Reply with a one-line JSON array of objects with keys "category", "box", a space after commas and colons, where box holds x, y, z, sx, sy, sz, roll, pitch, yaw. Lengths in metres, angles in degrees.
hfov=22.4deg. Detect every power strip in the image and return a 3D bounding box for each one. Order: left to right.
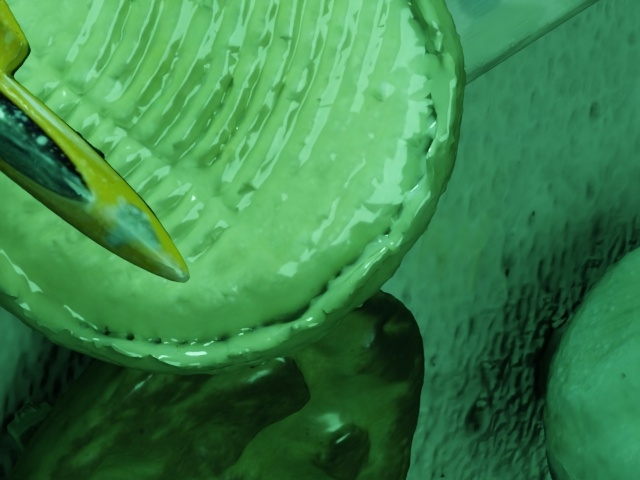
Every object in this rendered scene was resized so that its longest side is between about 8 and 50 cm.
[{"category": "power strip", "box": [-0.145, 0.124, 0.881, 0.027, 0.017, 0.083, -31, 123, -19]}]

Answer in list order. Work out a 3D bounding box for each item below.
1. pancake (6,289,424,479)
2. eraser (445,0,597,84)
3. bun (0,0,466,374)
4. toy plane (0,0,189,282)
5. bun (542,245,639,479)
[{"category": "pancake", "box": [-0.058, 0.136, 0.894, 0.294, 0.049, 0.294, -21, 136, -22]}, {"category": "eraser", "box": [0.136, -0.212, 0.909, 0.397, 0.082, 0.213, -34, 124, -21]}, {"category": "bun", "box": [-0.060, -0.064, 0.753, 0.259, 0.152, 0.259, 0, 98, -2]}, {"category": "toy plane", "box": [-0.171, -0.091, 0.634, 0.316, 0.103, 0.204, 40, 90, -5]}, {"category": "bun", "box": [0.317, 0.118, 1.012, 0.362, 0.362, 0.211, -3, 128, -36]}]
